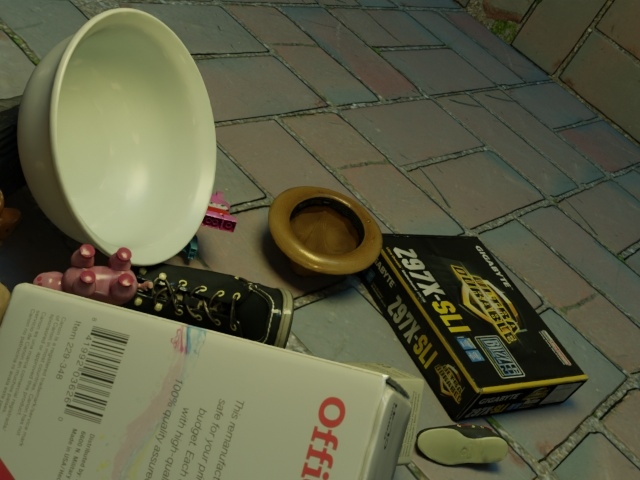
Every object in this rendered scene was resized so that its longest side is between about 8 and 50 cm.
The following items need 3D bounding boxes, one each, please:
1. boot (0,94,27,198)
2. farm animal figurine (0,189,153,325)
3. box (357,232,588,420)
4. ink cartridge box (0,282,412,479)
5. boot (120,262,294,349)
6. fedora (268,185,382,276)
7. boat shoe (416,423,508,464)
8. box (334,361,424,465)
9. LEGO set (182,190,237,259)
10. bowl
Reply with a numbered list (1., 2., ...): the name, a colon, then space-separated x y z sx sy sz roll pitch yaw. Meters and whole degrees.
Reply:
1. boot: -0.426 -0.161 1.084 0.223 0.118 0.338 12 23 18
2. farm animal figurine: -0.342 0.098 0.813 0.330 0.172 0.327 47 47 10
3. box: 0.232 0.124 1.321 0.257 0.079 0.322 0 44 -37
4. ink cartridge box: -0.109 0.180 0.631 0.306 0.226 0.131 13 -12 17
5. boot: -0.141 0.078 0.996 0.179 0.085 0.236 14 -2 -20
6. fedora: 0.000 0.000 1.282 0.194 0.079 0.194 14 41 -13
7. boat shoe: 0.184 0.270 1.116 0.133 0.049 0.042 9 10 -21
8. box: -0.019 0.199 0.953 0.275 0.113 0.094 8 3 -33
9. LEGO set: -0.238 -0.043 1.154 0.227 0.087 0.093 13 33 -16
10. bowl: -0.259 -0.118 0.995 0.134 0.297 0.298 0 22 26
